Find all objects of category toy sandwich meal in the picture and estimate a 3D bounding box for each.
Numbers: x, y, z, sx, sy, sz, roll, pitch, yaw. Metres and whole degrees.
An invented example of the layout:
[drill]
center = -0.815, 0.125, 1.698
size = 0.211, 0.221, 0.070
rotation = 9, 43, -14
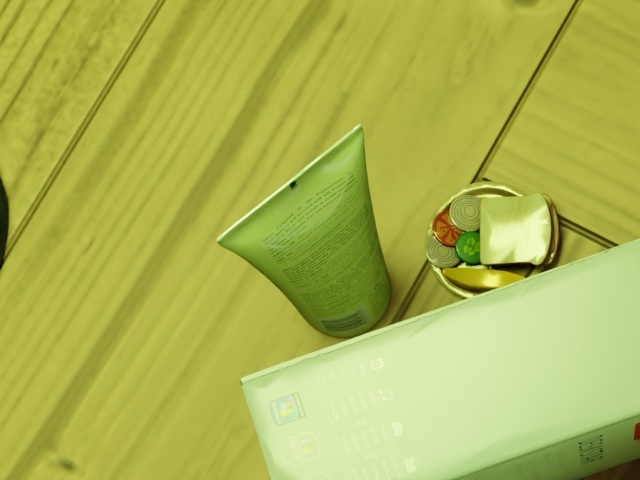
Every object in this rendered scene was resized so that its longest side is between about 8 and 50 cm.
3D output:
[toy sandwich meal]
center = 0.105, -0.001, 1.038
size = 0.085, 0.029, 0.085
rotation = -3, 75, 9

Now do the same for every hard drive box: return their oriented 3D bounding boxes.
[hard drive box]
center = 0.092, 0.094, 0.937
size = 0.232, 0.181, 0.089
rotation = -21, 73, 5

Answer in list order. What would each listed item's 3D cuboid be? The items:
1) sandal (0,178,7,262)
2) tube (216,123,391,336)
[sandal]
center = -0.265, 0.040, 1.079
size = 0.097, 0.054, 0.254
rotation = 7, 76, 12
[tube]
center = 0.000, 0.000, 0.946
size = 0.062, 0.240, 0.070
rotation = 8, 77, 10
